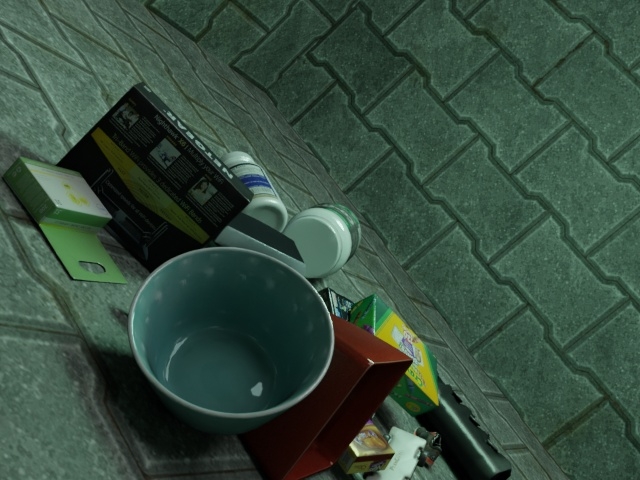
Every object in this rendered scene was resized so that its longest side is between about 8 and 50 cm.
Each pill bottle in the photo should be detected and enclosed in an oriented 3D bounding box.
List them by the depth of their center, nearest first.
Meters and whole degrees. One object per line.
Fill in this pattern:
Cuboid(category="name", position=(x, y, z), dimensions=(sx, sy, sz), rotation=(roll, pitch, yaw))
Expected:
Cuboid(category="pill bottle", position=(-0.200, -0.122, 2.312), dimensions=(0.153, 0.153, 0.264), rotation=(37, 16, -42))
Cuboid(category="pill bottle", position=(0.000, 0.000, 2.497), dimensions=(0.204, 0.204, 0.361), rotation=(48, 12, 1))

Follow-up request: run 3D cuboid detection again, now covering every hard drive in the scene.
Cuboid(category="hard drive", position=(-0.154, 0.002, 2.096), dimensions=(0.255, 0.054, 0.172), rotation=(27, 18, -27))

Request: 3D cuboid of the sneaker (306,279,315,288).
Cuboid(category="sneaker", position=(-0.114, 0.104, 2.143), dimensions=(0.209, 0.082, 0.069), rotation=(32, 24, 14))

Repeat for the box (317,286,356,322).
Cuboid(category="box", position=(0.067, 0.241, 2.071), dimensions=(0.175, 0.051, 0.220), rotation=(32, 37, -45))

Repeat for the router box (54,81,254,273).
Cuboid(category="router box", position=(-0.321, -0.108, 1.631), dimensions=(0.309, 0.243, 0.081), rotation=(46, 12, -10))

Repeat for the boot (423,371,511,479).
Cuboid(category="boot", position=(0.325, 0.474, 2.299), dimensions=(0.445, 0.146, 0.367), rotation=(58, 14, 27))

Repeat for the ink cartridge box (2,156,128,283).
Cuboid(category="ink cartridge box", position=(-0.426, -0.033, 1.481), dimensions=(0.235, 0.056, 0.171), rotation=(49, 11, 17))

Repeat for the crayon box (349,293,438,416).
Cuboid(category="crayon box", position=(0.180, 0.282, 2.078), dimensions=(0.278, 0.081, 0.165), rotation=(46, 30, -29))

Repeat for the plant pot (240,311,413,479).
Cuboid(category="plant pot", position=(-0.031, 0.246, 1.532), dimensions=(0.236, 0.267, 0.267), rotation=(40, 9, 21))

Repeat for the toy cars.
Cuboid(category="toy cars", position=(0.118, 0.419, 1.831), dimensions=(0.177, 0.087, 0.393), rotation=(-1, 35, -20))

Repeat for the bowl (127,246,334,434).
Cuboid(category="bowl", position=(-0.146, 0.178, 1.334), dimensions=(0.312, 0.163, 0.311), rotation=(8, 48, -9))

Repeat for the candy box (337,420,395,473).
Cuboid(category="candy box", position=(0.052, 0.381, 1.712), dimensions=(0.109, 0.053, 0.186), rotation=(8, 28, -41))

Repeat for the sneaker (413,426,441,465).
Cuboid(category="sneaker", position=(0.283, 0.515, 2.174), dimensions=(0.061, 0.065, 0.158), rotation=(44, 10, -14))

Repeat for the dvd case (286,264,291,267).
Cuboid(category="dvd case", position=(-0.143, 0.104, 1.875), dimensions=(0.253, 0.022, 0.180), rotation=(9, 34, -34))

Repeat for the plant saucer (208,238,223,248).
Cuboid(category="plant saucer", position=(-0.247, 0.006, 2.057), dimensions=(0.119, 0.021, 0.119), rotation=(46, 11, -12))
